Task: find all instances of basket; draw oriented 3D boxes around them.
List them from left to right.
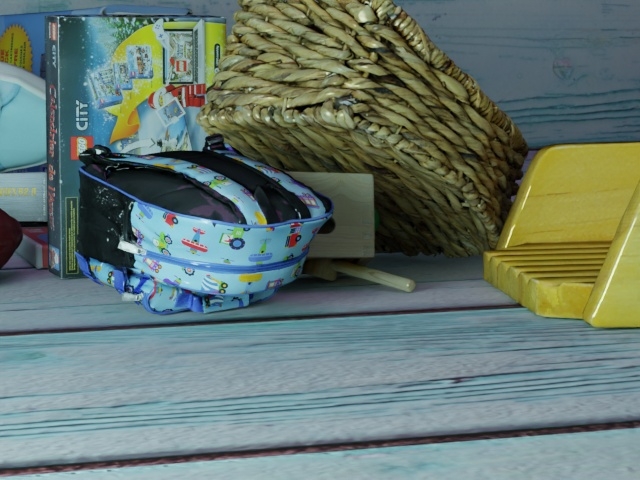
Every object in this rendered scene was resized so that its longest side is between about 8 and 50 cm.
[{"bbox_3d":[0.070,-0.139,1.412,0.213,0.223,0.299,1,-25,38],"label":"basket"}]

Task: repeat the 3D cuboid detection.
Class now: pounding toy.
[{"bbox_3d":[0.000,0.000,1.311,0.141,0.100,0.130,1,-9,-7],"label":"pounding toy"}]

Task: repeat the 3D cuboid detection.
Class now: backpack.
[{"bbox_3d":[-0.081,-0.005,1.166,0.158,0.117,0.173,-9,22,-44],"label":"backpack"}]

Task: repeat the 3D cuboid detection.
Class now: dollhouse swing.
[{"bbox_3d":[0.301,-0.108,1.214,0.315,0.305,0.347,-1,7,-5],"label":"dollhouse swing"}]

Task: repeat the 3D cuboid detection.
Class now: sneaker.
[{"bbox_3d":[-0.440,-0.116,1.631,0.365,0.135,0.150,6,31,-13],"label":"sneaker"}]

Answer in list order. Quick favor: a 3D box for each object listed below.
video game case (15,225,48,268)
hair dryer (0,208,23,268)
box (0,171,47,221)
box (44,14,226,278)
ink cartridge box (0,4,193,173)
[{"bbox_3d":[-0.162,0.000,1.590,0.285,0.025,0.204,-3,6,-18],"label":"video game case"},{"bbox_3d":[-0.376,0.001,1.337,0.293,0.080,0.223,-6,7,-43],"label":"hair dryer"},{"bbox_3d":[-0.323,-0.044,1.754,0.183,0.056,0.231,-1,-1,11],"label":"box"},{"bbox_3d":[-0.166,-0.087,1.407,0.159,0.233,0.044,-3,10,-25],"label":"box"},{"bbox_3d":[-0.340,-0.172,2.091,0.151,0.270,0.395,-1,5,-38],"label":"ink cartridge box"}]
